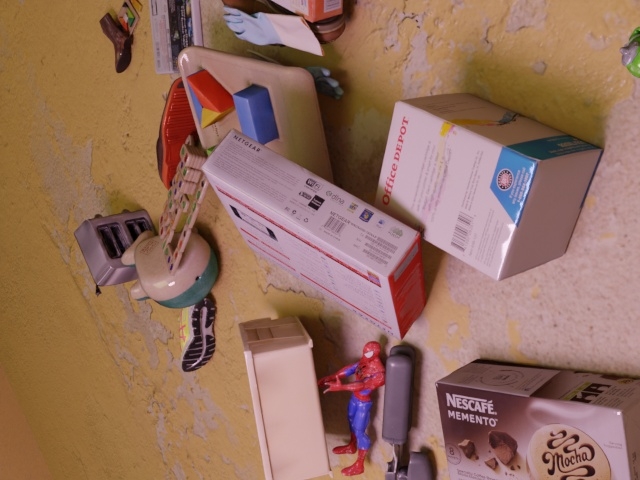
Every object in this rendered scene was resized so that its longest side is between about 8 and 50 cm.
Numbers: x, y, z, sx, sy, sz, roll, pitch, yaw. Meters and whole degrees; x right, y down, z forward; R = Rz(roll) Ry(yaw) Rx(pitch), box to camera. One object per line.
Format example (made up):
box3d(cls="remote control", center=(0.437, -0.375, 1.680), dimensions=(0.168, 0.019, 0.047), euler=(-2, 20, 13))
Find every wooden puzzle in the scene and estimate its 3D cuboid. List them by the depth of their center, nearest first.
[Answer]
box3d(cls="wooden puzzle", center=(-0.133, -0.183, 1.401), dimensions=(0.347, 0.080, 0.322), euler=(21, 134, 41))
box3d(cls="wooden puzzle", center=(-0.454, -0.526, 1.770), dimensions=(0.079, 0.014, 0.116), euler=(56, 136, 20))

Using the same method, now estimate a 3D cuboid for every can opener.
box3d(cls="can opener", center=(0.159, 0.326, 1.324), dimensions=(0.095, 0.076, 0.284), euler=(6, 108, 13))

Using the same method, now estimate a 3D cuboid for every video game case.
box3d(cls="video game case", center=(-0.313, -0.460, 1.629), dimensions=(0.173, 0.022, 0.190), euler=(11, 109, 46))

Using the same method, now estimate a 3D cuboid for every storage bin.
box3d(cls="storage bin", center=(-0.073, 0.294, 1.435), dimensions=(0.260, 0.123, 0.262), euler=(-149, 49, -79))

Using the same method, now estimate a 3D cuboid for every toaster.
box3d(cls="toaster", center=(-0.495, 0.021, 1.862), dimensions=(0.110, 0.168, 0.186), euler=(-41, 70, 45))

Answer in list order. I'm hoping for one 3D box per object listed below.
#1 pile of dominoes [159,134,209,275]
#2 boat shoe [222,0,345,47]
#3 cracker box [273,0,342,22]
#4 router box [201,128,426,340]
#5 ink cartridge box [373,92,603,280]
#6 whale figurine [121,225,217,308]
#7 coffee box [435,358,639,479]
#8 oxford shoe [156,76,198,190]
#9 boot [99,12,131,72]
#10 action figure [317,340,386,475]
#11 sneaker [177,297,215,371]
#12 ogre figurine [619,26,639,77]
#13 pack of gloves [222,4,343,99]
box3d(cls="pile of dominoes", center=(-0.305, -0.082, 1.580), dimensions=(0.251, 0.040, 0.196), euler=(-65, 32, 22))
box3d(cls="boat shoe", center=(-0.062, -0.398, 1.320), dimensions=(0.307, 0.110, 0.104), euler=(39, 151, 37))
box3d(cls="cracker box", center=(-0.056, -0.463, 1.193), dimensions=(0.232, 0.067, 0.156), euler=(40, 142, 37))
box3d(cls="router box", center=(0.000, 0.000, 1.187), dimensions=(0.335, 0.082, 0.301), euler=(31, 164, 20))
box3d(cls="ink cartridge box", center=(0.221, -0.085, 1.038), dimensions=(0.232, 0.168, 0.171), euler=(34, 124, 37))
box3d(cls="whale figurine", center=(-0.343, 0.062, 1.718), dimensions=(0.272, 0.216, 0.141), euler=(17, 153, 45))
box3d(cls="coffee box", center=(0.323, 0.277, 1.072), dimensions=(0.297, 0.118, 0.168), euler=(-1, 102, 48))
box3d(cls="oxford shoe", center=(-0.325, -0.240, 1.655), dimensions=(0.098, 0.096, 0.271), euler=(42, 129, 40))
box3d(cls="boot", center=(-0.498, -0.476, 1.810), dimensions=(0.114, 0.037, 0.106), euler=(46, 130, 23))
box3d(cls="action figure", center=(0.041, 0.302, 1.377), dimensions=(0.091, 0.139, 0.280), euler=(-123, 41, -56))
box3d(cls="sneaker", center=(-0.301, 0.213, 1.784), dimensions=(0.094, 0.081, 0.209), euler=(35, 119, 45))
box3d(cls="ogre figurine", center=(0.412, -0.182, 0.837), dimensions=(0.097, 0.118, 0.197), euler=(-47, 66, 44))
box3d(cls="pack of gloves", center=(-0.075, -0.313, 1.301), dimensions=(0.232, 0.046, 0.195), euler=(24, 163, 41))
